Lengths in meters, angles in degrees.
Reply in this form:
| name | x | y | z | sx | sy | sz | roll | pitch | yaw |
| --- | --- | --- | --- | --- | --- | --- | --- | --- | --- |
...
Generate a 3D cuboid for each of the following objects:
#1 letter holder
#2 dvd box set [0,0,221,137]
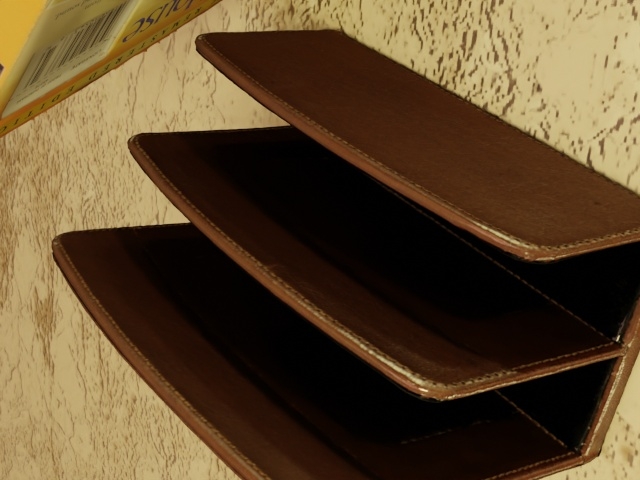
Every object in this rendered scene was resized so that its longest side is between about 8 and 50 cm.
| name | x | y | z | sx | sy | sz | roll | pitch | yaw |
| --- | --- | --- | --- | --- | --- | --- | --- | --- | --- |
| letter holder | 0.000 | 0.000 | 0.605 | 0.302 | 0.214 | 0.152 | 38 | 124 | 42 |
| dvd box set | -0.032 | -0.235 | 0.544 | 0.062 | 0.307 | 0.420 | 47 | 138 | -1 |
